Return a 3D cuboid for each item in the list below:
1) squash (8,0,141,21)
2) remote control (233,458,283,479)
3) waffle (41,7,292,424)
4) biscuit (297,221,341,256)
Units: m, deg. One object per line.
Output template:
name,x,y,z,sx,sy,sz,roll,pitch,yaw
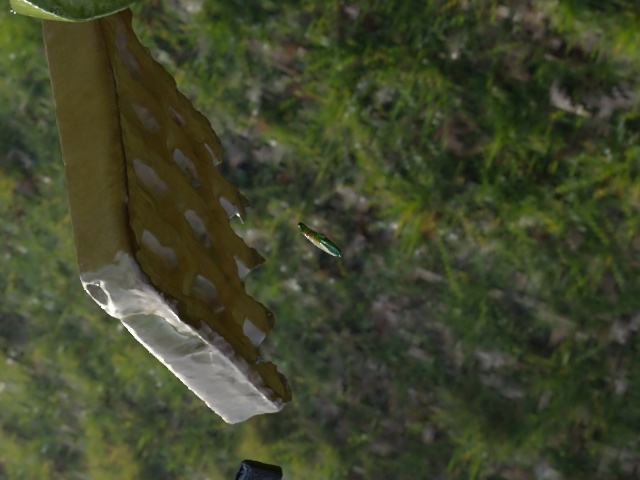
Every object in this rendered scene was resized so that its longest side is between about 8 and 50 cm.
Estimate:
squash,-0.141,-0.224,0.946,0.085,0.192,0.184,34,178,-6
remote control,-0.116,0.387,1.607,0.063,0.245,0.025,18,-170,-27
waffle,-0.142,-0.036,1.165,0.077,0.348,0.304,-23,145,11
biscuit,0.000,0.000,1.870,0.046,0.016,0.089,41,174,-29
